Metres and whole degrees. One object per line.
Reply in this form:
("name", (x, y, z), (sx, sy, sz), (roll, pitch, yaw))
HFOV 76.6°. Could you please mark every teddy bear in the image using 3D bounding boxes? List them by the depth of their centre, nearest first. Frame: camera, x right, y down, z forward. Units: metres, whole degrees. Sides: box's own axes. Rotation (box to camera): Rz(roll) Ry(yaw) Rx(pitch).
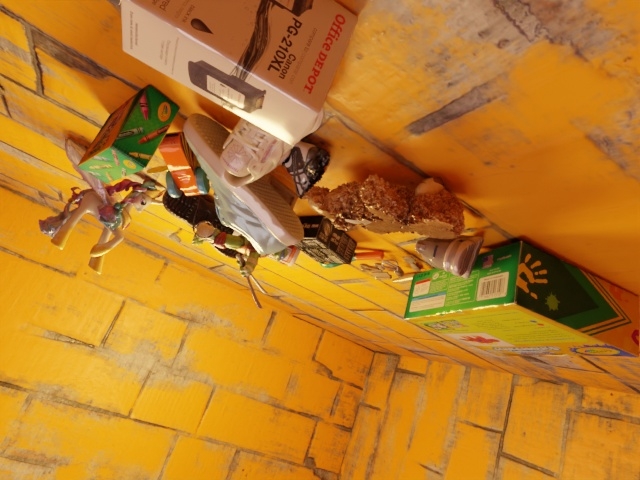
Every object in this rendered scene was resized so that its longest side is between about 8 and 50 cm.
("teddy bear", (0.130, -0.080, 0.854), (0.338, 0.113, 0.245), (1, 163, 46))

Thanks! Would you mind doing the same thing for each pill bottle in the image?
("pill bottle", (-0.174, -0.008, 1.347), (0.221, 0.121, 0.121), (25, 160, -10))

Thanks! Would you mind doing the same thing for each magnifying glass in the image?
("magnifying glass", (0.097, 0.055, 1.328), (0.231, 0.092, 0.026), (-7, 121, 32))

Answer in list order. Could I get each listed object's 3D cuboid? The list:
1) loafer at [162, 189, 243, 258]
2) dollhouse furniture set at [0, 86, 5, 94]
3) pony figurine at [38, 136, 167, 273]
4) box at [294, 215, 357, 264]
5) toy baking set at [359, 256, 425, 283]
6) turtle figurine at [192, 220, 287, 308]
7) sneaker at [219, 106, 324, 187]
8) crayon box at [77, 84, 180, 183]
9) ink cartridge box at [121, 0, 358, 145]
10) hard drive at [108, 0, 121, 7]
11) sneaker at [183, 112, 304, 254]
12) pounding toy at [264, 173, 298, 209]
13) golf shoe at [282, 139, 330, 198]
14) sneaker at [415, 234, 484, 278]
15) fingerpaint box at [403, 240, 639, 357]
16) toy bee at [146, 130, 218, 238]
("loafer", (-0.384, -0.075, 1.414), (0.366, 0.134, 0.130), (45, 174, -31))
("dollhouse furniture set", (-0.930, -0.417, 0.950), (0.198, 0.151, 0.301), (26, 160, -15))
("pony figurine", (-0.756, -0.125, 1.376), (0.351, 0.363, 0.303), (38, 166, -4))
("box", (0.000, 0.000, 1.261), (0.147, 0.077, 0.180), (1, 153, 44))
("toy baking set", (0.241, 0.102, 1.316), (0.197, 0.030, 0.256), (18, 158, -31))
("turtle figurine", (-0.251, 0.063, 1.211), (0.266, 0.198, 0.274), (22, 116, -5))
("sneaker", (-0.094, -0.184, 0.713), (0.114, 0.152, 0.305), (43, 150, -2))
("crayon box", (-0.453, -0.236, 0.942), (0.278, 0.165, 0.081), (-2, 151, 47))
("ink cartridge box", (-0.091, -0.259, 0.507), (0.237, 0.172, 0.100), (26, 159, -17))
("hard drive", (-0.298, -0.416, 0.470), (0.172, 0.054, 0.255), (27, 160, -20))
("sneaker", (-0.202, -0.103, 0.920), (0.150, 0.135, 0.366), (-30, 109, 22))
("pounding toy", (-0.140, -0.082, 1.098), (0.100, 0.130, 0.141), (0, 152, 45))
("golf shoe", (-0.040, -0.162, 0.896), (0.094, 0.077, 0.198), (36, 158, 2))
("sneaker", (0.298, 0.019, 0.931), (0.115, 0.105, 0.281), (22, -176, 27))
("fingerpaint box", (0.512, 0.185, 1.105), (0.371, 0.163, 0.445), (23, 159, -13))
("toy bee", (-0.350, -0.172, 1.060), (0.195, 0.162, 0.298), (7, 134, -16))
